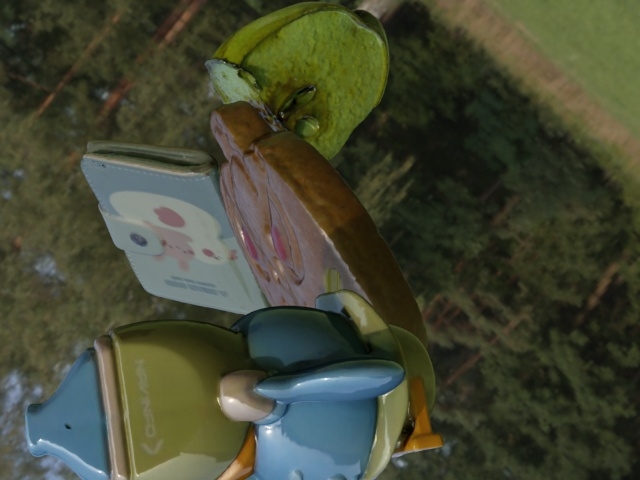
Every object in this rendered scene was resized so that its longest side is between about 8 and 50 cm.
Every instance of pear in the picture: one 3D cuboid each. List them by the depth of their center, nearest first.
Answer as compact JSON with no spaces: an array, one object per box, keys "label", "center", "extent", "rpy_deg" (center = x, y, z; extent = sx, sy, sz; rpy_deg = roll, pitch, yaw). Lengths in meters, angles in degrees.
[{"label":"pear","center":[-0.026,-0.276,1.542],"extent":[0.238,0.255,0.164],"rpy_deg":[47,168,-32]}]

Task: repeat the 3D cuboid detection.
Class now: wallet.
[{"label":"wallet","center":[-0.224,-0.016,1.569],"extent":[0.252,0.083,0.360],"rpy_deg":[11,143,21]}]

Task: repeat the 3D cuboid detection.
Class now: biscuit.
[{"label":"biscuit","center":[-0.026,0.015,1.058],"extent":[0.350,0.070,0.394],"rpy_deg":[59,166,0]}]

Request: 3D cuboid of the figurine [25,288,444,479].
[{"label":"figurine","center":[-0.051,0.116,0.678],"extent":[0.180,0.262,0.154],"rpy_deg":[84,176,-48]}]
